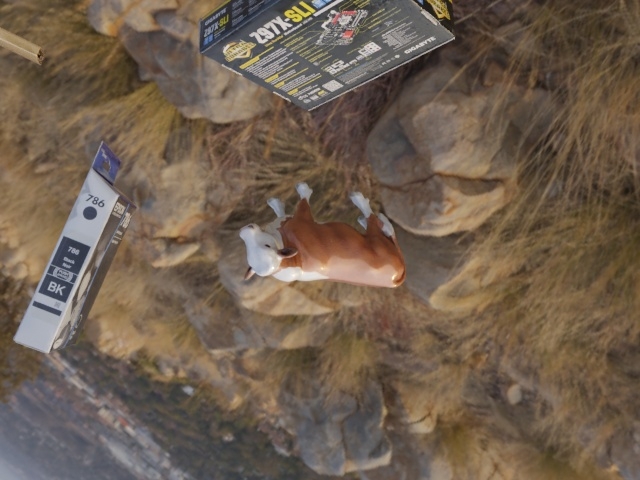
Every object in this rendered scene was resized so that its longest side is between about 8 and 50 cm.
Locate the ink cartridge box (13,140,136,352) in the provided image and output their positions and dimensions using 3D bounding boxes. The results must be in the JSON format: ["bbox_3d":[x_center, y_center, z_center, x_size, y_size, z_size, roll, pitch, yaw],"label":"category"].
[{"bbox_3d":[-0.379,0.014,1.070,0.065,0.332,0.165,21,175,-4],"label":"ink cartridge box"}]

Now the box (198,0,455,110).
[{"bbox_3d":[0.009,-0.336,1.035,0.322,0.079,0.257,-19,154,39],"label":"box"}]

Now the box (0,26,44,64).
[{"bbox_3d":[-0.517,-0.323,0.977,0.201,0.021,0.164,24,-178,-23],"label":"box"}]

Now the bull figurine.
[{"bbox_3d":[0.000,0.000,1.090,0.311,0.188,0.101,13,140,-27],"label":"bull figurine"}]
